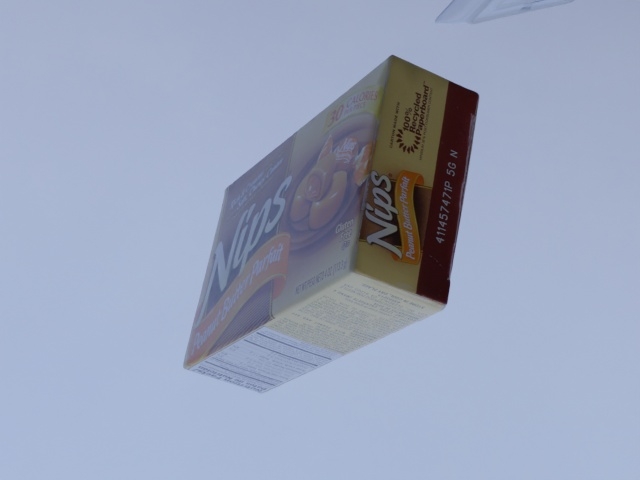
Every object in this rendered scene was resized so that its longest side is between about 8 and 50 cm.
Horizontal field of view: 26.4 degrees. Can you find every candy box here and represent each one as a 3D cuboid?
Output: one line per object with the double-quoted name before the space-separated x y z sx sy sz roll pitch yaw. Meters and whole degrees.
"candy box" 0.000 0.000 1.112 0.087 0.316 0.183 21 -116 -20

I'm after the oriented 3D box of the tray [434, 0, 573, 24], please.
"tray" 0.277 -0.327 1.735 0.270 0.145 0.030 -18 -106 -40
